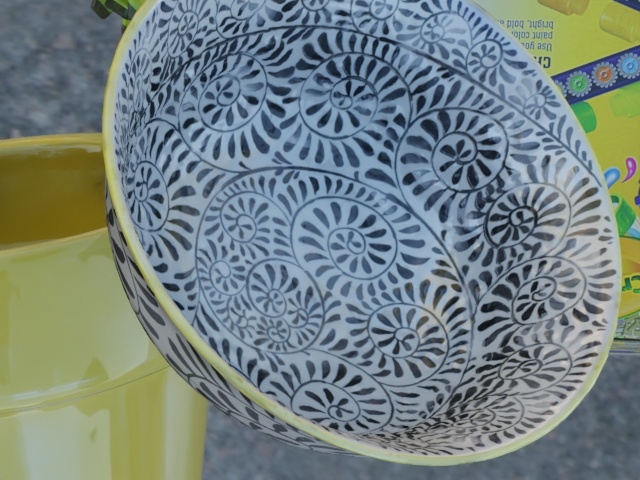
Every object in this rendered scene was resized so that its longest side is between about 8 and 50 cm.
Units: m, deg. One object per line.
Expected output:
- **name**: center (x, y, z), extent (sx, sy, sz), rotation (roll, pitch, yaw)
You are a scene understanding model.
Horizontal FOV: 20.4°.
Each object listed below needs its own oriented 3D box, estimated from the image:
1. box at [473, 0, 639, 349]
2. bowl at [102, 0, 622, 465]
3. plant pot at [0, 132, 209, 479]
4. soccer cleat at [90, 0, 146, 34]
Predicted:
- **box**: center (0.102, -0.086, 0.890), extent (0.177, 0.290, 0.279), rotation (3, 87, 12)
- **bowl**: center (0.000, 0.000, 0.538), extent (0.170, 0.080, 0.170), rotation (14, 59, -24)
- **plant pot**: center (-0.161, 0.085, 0.970), extent (0.254, 0.254, 0.239), rotation (-14, 108, -25)
- **soccer cleat**: center (-0.036, -0.142, 1.089), extent (0.289, 0.093, 0.121), rotation (27, 99, -50)
